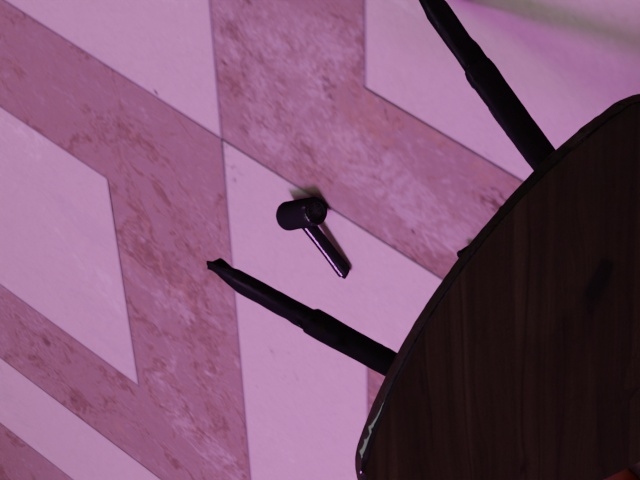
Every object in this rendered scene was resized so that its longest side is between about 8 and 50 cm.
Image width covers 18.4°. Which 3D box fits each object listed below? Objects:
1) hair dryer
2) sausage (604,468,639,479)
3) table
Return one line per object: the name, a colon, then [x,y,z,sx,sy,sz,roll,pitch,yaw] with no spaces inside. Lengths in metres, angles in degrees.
hair dryer: [0.000,0.000,1.688,0.083,0.026,0.047,55,152,-17]
sausage: [0.240,0.235,1.572,0.300,0.089,0.083,44,157,10]
table: [0.085,0.014,1.360,0.249,0.317,0.317,41,154,44]
